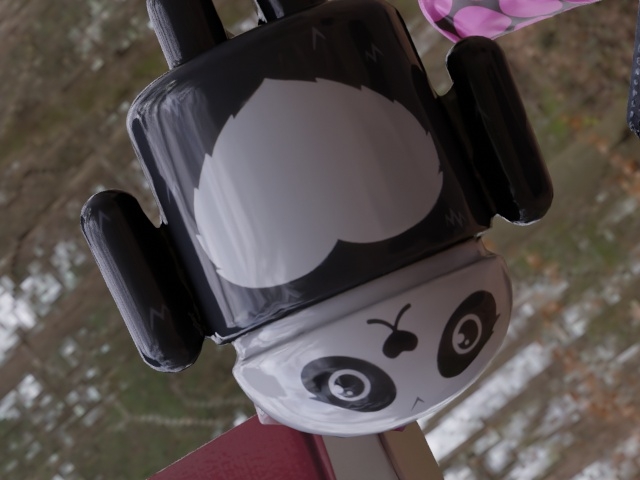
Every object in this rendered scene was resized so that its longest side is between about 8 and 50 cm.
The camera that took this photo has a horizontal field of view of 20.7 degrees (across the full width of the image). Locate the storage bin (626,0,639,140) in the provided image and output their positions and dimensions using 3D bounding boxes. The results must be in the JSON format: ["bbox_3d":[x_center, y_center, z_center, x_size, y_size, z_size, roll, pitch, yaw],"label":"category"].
[{"bbox_3d":[0.226,-0.098,0.849,0.180,0.122,0.084,84,160,-54],"label":"storage bin"}]

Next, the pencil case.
[{"bbox_3d":[0.187,-0.226,1.472,0.098,0.209,0.095,34,-124,-36],"label":"pencil case"}]

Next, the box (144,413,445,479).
[{"bbox_3d":[-0.026,0.219,1.336,0.148,0.232,0.127,45,-163,-55],"label":"box"}]

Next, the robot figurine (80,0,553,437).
[{"bbox_3d":[-0.003,-0.028,0.979,0.173,0.209,0.278,-19,-95,-52],"label":"robot figurine"}]

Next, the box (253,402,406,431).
[{"bbox_3d":[0.000,0.000,1.267,0.122,0.128,0.257,6,-136,-30],"label":"box"}]
